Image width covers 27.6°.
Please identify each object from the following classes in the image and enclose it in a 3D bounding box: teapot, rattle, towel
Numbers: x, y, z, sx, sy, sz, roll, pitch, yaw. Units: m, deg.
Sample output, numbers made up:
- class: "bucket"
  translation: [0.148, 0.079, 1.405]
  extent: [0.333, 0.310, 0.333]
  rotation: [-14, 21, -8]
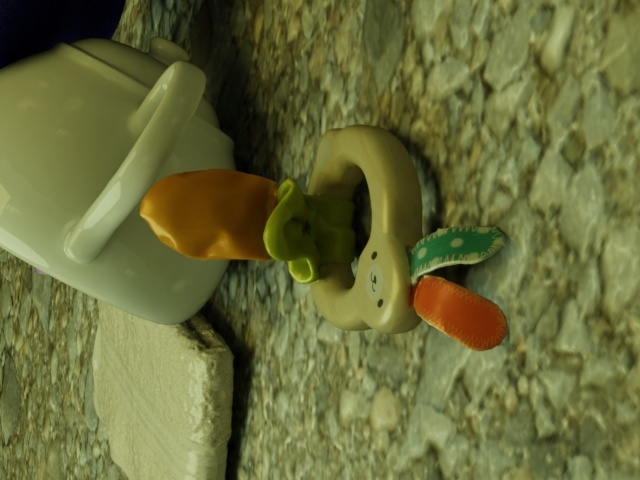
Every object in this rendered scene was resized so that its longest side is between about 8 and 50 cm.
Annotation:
- class: "teapot"
  translation: [-0.153, -0.066, 0.973]
  extent: [0.256, 0.252, 0.187]
  rotation: [31, 91, 29]
- class: "rattle"
  translation: [0.000, 0.000, 0.739]
  extent: [0.130, 0.143, 0.199]
  rotation: [-60, 29, 16]
- class: "towel"
  translation: [-0.143, 0.122, 1.115]
  extent: [0.282, 0.049, 0.187]
  rotation: [-142, 52, -58]
- class: "towel"
  translation: [-0.202, -0.240, 1.032]
  extent: [0.308, 0.076, 0.227]
  rotation: [-51, -22, -80]

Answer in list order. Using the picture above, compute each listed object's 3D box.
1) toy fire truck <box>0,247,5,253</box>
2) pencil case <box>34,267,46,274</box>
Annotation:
- class: "toy fire truck"
  translation: [-0.300, -0.121, 1.349]
  extent: [0.217, 0.158, 0.246]
  rotation: [-44, 64, 55]
- class: "pencil case"
  translation: [-0.231, -0.057, 1.255]
  extent: [0.088, 0.086, 0.206]
  rotation: [-160, 71, -70]
